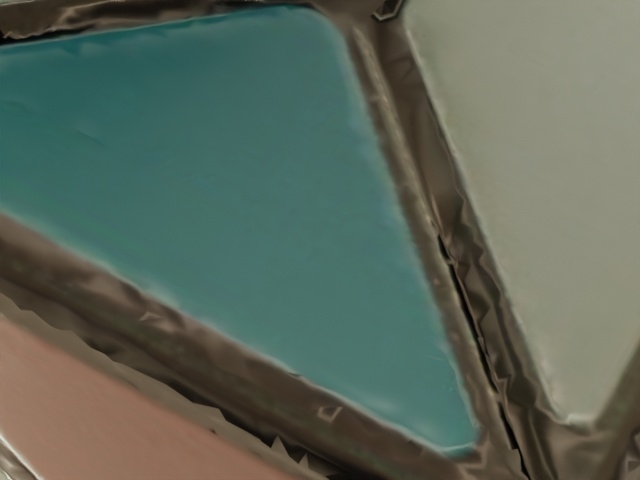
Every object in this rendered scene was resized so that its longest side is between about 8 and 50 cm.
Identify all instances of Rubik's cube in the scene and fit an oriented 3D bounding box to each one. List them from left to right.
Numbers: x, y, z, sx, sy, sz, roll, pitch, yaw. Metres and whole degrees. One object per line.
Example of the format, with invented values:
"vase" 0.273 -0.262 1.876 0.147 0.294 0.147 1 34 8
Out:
"Rubik's cube" -0.001 0.000 0.559 0.250 0.248 0.246 27 -121 12
